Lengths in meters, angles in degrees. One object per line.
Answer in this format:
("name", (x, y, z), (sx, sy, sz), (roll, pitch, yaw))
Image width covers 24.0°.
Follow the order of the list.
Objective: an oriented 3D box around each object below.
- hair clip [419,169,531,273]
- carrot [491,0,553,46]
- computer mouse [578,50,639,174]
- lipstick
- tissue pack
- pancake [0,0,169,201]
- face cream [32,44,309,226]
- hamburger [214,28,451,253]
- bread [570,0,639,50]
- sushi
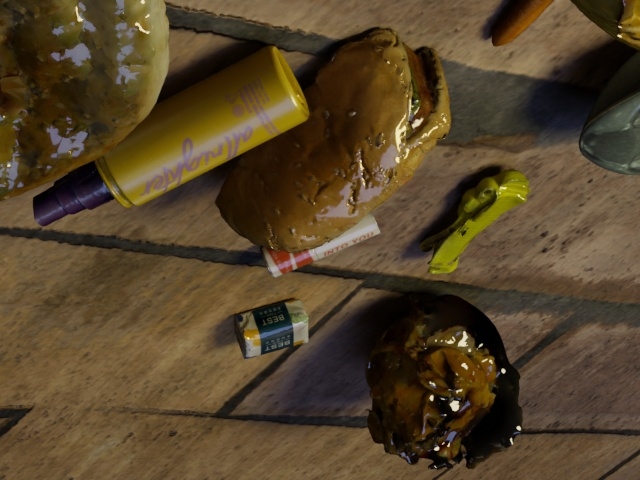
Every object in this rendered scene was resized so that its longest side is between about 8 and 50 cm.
("hair clip", (0.182, -0.027, 1.743), (0.072, 0.046, 0.173), (-4, 148, -34))
("carrot", (0.213, -0.240, 1.420), (0.037, 0.037, 0.190), (-3, 147, -30))
("computer mouse", (0.435, -0.189, 1.605), (0.379, 0.090, 0.167), (-23, 151, -9))
("lipstick", (0.000, 0.000, 1.675), (0.130, 0.038, 0.038), (-23, 151, 2))
("tissue pack", (-0.058, 0.106, 1.810), (0.083, 0.042, 0.062), (-16, 148, -12))
("pancake", (-0.298, -0.143, 1.194), (0.387, 0.082, 0.387), (-14, 147, -9))
("face cream", (-0.146, -0.086, 1.395), (0.273, 0.078, 0.078), (-26, 151, 8))
("hamburger", (0.013, -0.078, 1.465), (0.124, 0.131, 0.262), (15, 130, -47))
("bread", (0.312, -0.272, 1.293), (0.253, 0.142, 0.227), (13, 116, -56))
("sushi", (0.143, 0.179, 1.911), (0.204, 0.200, 0.213), (15, 130, -36))
